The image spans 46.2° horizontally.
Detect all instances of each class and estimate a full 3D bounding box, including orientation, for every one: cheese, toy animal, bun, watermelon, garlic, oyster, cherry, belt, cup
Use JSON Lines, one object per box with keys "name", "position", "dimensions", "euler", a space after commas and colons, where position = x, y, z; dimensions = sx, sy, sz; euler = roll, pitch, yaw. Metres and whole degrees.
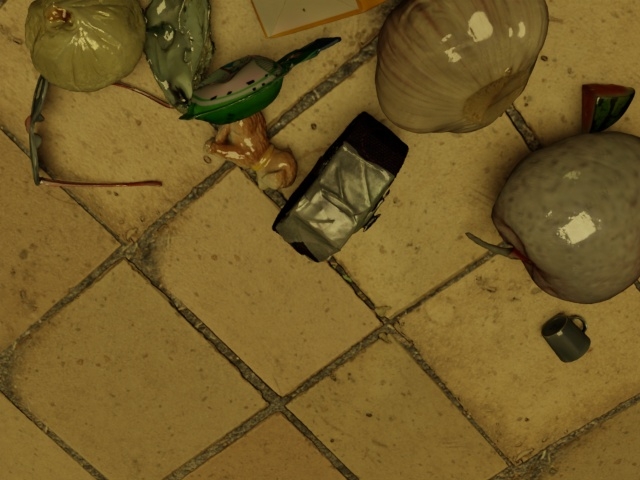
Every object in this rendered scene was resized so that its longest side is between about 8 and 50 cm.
{"name": "cheese", "position": [-0.107, -0.290, 1.328], "dimensions": [0.320, 0.204, 0.083], "euler": [-35, 115, -18]}
{"name": "toy animal", "position": [-0.104, -0.196, 1.443], "dimensions": [0.185, 0.104, 0.184], "euler": [34, 100, -8]}
{"name": "bun", "position": [-0.425, -0.376, 1.318], "dimensions": [0.220, 0.134, 0.221], "euler": [-1, 83, 9]}
{"name": "watermelon", "position": [0.528, -0.264, 1.414], "dimensions": [0.125, 0.135, 0.094], "euler": [-38, 71, 18]}
{"name": "garlic", "position": [0.239, -0.334, 1.294], "dimensions": [0.317, 0.317, 0.259], "euler": [-49, 66, 18]}
{"name": "oyster", "position": [-0.247, -0.368, 1.375], "dimensions": [0.199, 0.087, 0.252], "euler": [-28, 102, 22]}
{"name": "cherry", "position": [0.483, -0.055, 1.398], "dimensions": [0.326, 0.291, 0.335], "euler": [19, 109, -27]}
{"name": "belt", "position": [0.048, -0.090, 1.420], "dimensions": [0.164, 0.184, 0.289], "euler": [38, 92, -11]}
{"name": "cup", "position": [0.534, 0.201, 1.618], "dimensions": [0.077, 0.078, 0.100], "euler": [47, 72, -12]}

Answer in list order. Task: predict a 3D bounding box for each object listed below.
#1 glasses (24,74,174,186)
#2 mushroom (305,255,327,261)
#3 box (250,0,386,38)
{"name": "glasses", "position": [-0.438, -0.209, 1.473], "dimensions": [0.268, 0.118, 0.234], "euler": [5, 112, -23]}
{"name": "mushroom", "position": [0.000, 0.000, 1.541], "dimensions": [0.079, 0.085, 0.085], "euler": [-20, 116, -29]}
{"name": "box", "position": [0.004, -0.508, 1.198], "dimensions": [0.214, 0.259, 0.284], "euler": [-38, 116, -32]}
